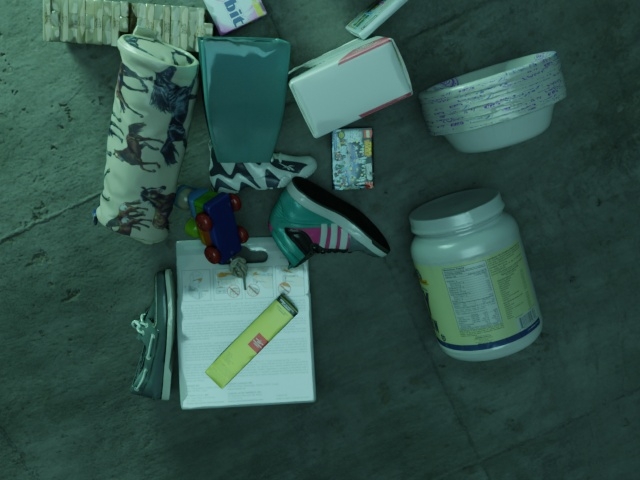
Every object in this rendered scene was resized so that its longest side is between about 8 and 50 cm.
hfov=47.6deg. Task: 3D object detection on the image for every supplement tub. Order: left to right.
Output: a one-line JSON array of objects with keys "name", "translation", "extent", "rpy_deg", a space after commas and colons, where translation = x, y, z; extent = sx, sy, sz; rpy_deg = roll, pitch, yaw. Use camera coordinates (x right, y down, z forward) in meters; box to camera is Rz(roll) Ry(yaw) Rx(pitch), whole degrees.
[{"name": "supplement tub", "translation": [0.331, 0.071, 1.573], "extent": [0.235, 0.235, 0.324], "rpy_deg": [-18, 103, 2]}]

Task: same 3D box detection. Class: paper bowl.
[{"name": "paper bowl", "translation": [0.351, -0.271, 1.467], "extent": [0.284, 0.284, 0.148], "rpy_deg": [-17, 104, 2]}]

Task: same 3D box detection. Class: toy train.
[{"name": "toy train", "translation": [-0.239, -0.005, 1.594], "extent": [0.105, 0.143, 0.248], "rpy_deg": [-39, 137, -33]}]

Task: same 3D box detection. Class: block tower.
[{"name": "block tower", "translation": [-0.387, -0.442, 1.494], "extent": [0.336, 0.097, 0.090], "rpy_deg": [3, 103, -5]}]

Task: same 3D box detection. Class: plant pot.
[{"name": "plant pot", "translation": [-0.153, -0.277, 1.431], "extent": [0.166, 0.165, 0.234], "rpy_deg": [-2, 109, -11]}]

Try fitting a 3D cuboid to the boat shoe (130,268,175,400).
[{"name": "boat shoe", "translation": [-0.379, 0.216, 1.640], "extent": [0.099, 0.116, 0.319], "rpy_deg": [4, 108, -7]}]

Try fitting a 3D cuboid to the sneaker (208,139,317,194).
[{"name": "sneaker", "translation": [-0.133, -0.192, 1.562], "extent": [0.235, 0.094, 0.153], "rpy_deg": [-7, 113, 10]}]

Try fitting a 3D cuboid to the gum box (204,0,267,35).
[{"name": "gum box", "translation": [-0.197, -0.530, 1.494], "extent": [0.107, 0.062, 0.188], "rpy_deg": [-25, 103, 3]}]

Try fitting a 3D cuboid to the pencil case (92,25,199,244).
[{"name": "pencil case", "translation": [-0.355, -0.207, 1.462], "extent": [0.160, 0.183, 0.410], "rpy_deg": [-10, 125, -44]}]

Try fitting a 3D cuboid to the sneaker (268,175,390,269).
[{"name": "sneaker", "translation": [0.000, 0.000, 1.596], "extent": [0.296, 0.123, 0.178], "rpy_deg": [31, 115, -29]}]

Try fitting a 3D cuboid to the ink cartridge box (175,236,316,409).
[{"name": "ink cartridge box", "translation": [-0.172, 0.187, 1.677], "extent": [0.308, 0.091, 0.384], "rpy_deg": [-3, 87, -1]}]

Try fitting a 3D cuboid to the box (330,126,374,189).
[{"name": "box", "translation": [0.071, -0.181, 1.608], "extent": [0.094, 0.027, 0.137], "rpy_deg": [-3, 103, -3]}]

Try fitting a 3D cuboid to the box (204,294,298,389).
[{"name": "box", "translation": [-0.148, 0.219, 1.589], "extent": [0.232, 0.087, 0.058], "rpy_deg": [-44, 89, -3]}]

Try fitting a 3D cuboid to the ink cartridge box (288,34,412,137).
[{"name": "ink cartridge box", "translation": [0.049, -0.315, 1.445], "extent": [0.207, 0.283, 0.117], "rpy_deg": [-24, 107, 4]}]

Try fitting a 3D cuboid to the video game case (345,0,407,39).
[{"name": "video game case", "translation": [0.127, -0.475, 1.481], "extent": [0.157, 0.143, 0.019], "rpy_deg": [-41, 112, 7]}]
